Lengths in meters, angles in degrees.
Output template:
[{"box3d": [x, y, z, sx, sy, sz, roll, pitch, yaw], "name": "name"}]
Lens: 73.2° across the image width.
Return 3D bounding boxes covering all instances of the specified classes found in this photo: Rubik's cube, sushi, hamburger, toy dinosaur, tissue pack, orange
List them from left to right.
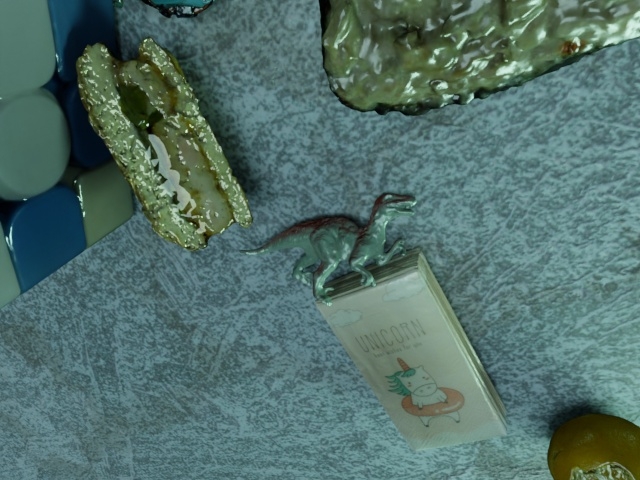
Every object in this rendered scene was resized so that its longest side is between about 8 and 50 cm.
[{"box3d": [-0.469, -0.137, 0.483, 0.344, 0.347, 0.346, 14, 122, 8], "name": "Rubik's cube"}, {"box3d": [-0.197, -0.118, 0.550, 0.124, 0.131, 0.262, -27, 107, -11], "name": "hamburger"}, {"box3d": [0.000, 0.000, 0.608, 0.242, 0.053, 0.167, 13, 97, 22], "name": "toy dinosaur"}, {"box3d": [0.145, 0.181, 0.660, 0.170, 0.071, 0.325, -22, 111, 26], "name": "tissue pack"}, {"box3d": [0.160, -0.237, 0.356, 0.350, 0.171, 0.211, -14, 117, 17], "name": "sushi"}, {"box3d": [0.424, 0.338, 0.639, 0.155, 0.134, 0.154, 3, 120, 5], "name": "orange"}]

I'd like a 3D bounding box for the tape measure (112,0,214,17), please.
[{"box3d": [-0.168, -0.319, 0.460, 0.125, 0.081, 0.146, 5, 120, 0], "name": "tape measure"}]
